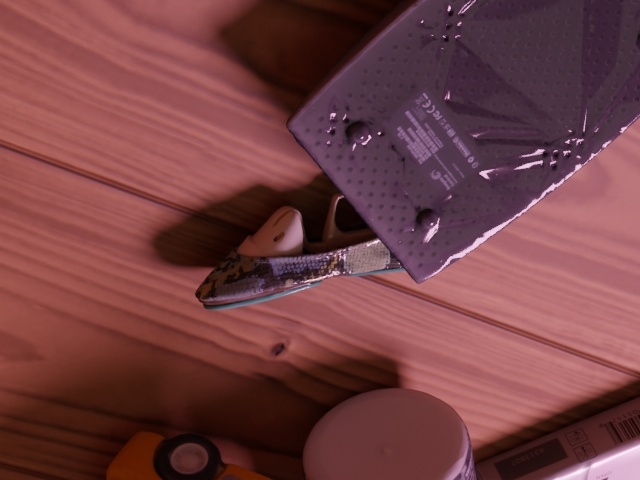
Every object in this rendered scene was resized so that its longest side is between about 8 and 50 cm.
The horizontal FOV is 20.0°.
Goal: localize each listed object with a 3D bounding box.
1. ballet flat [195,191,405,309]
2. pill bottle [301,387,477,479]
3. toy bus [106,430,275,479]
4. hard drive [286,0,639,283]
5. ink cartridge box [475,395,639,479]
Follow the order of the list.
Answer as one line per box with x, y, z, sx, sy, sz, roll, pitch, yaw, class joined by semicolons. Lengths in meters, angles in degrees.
0.000;0.000;1.271;0.188;0.070;0.070;-12;130;-16;ballet flat
0.068;0.244;1.433;0.130;0.130;0.246;-19;130;-8;pill bottle
-0.013;0.257;1.296;0.332;0.130;0.108;20;139;17;toy bus
0.114;-0.109;1.199;0.254;0.054;0.172;-39;117;3;hard drive
0.246;0.244;1.558;0.189;0.066;0.232;-22;127;-4;ink cartridge box
